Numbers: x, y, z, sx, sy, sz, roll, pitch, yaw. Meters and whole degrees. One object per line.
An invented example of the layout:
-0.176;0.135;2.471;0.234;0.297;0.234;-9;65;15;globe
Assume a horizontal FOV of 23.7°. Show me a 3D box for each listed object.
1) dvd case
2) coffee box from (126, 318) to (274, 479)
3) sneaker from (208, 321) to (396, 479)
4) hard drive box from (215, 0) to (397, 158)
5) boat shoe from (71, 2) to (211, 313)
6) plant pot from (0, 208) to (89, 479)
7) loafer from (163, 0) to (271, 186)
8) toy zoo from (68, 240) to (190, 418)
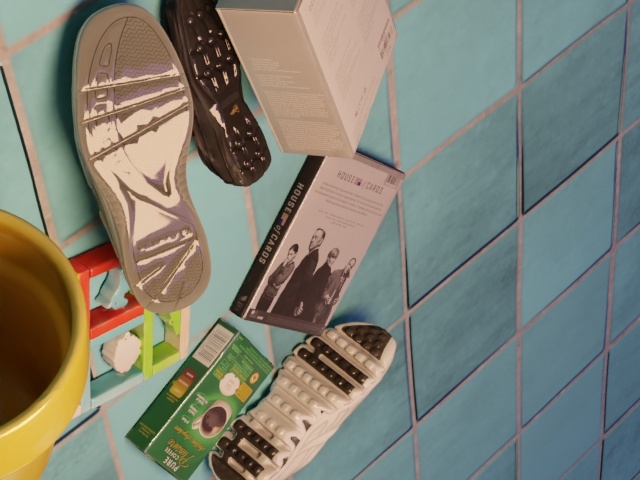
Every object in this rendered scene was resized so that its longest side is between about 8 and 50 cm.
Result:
0.000;0.000;1.881;0.179;0.030;0.238;19;100;-56;dvd case
-0.143;0.194;1.838;0.184;0.040;0.113;-53;146;-9;coffee box
-0.018;0.221;1.979;0.292;0.110;0.118;-42;152;-10;sneaker
-0.007;-0.227;1.579;0.232;0.089;0.181;67;36;-51;hard drive box
-0.184;-0.083;1.511;0.118;0.103;0.320;-22;119;-18;boat shoe
-0.332;0.130;1.382;0.254;0.254;0.239;-41;159;-25;plant pot
-0.119;-0.155;1.564;0.076;0.078;0.223;-42;126;-36;loafer
-0.256;0.102;1.628;0.293;0.030;0.192;-27;135;-39;toy zoo
